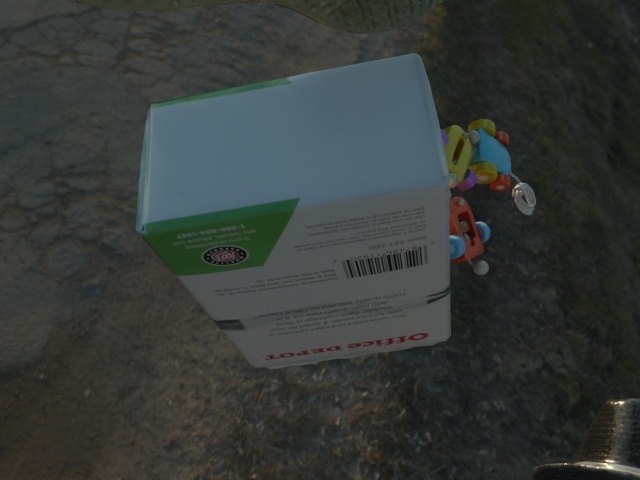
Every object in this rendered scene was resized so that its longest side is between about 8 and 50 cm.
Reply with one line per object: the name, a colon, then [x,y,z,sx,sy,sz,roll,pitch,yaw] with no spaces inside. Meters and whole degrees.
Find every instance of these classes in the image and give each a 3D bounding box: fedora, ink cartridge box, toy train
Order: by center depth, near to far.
ink cartridge box: [0.000,0.000,0.434,0.161,0.219,0.092,-9,60,6]
toy train: [0.130,-0.042,0.587,0.166,0.046,0.125,-27,97,-48]
fedora: [0.460,0.312,0.892,0.334,0.334,0.152,21,65,1]

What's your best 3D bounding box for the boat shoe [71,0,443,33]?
boat shoe: [-0.030,-0.296,0.584,0.501,0.186,0.155,-13,63,-38]
